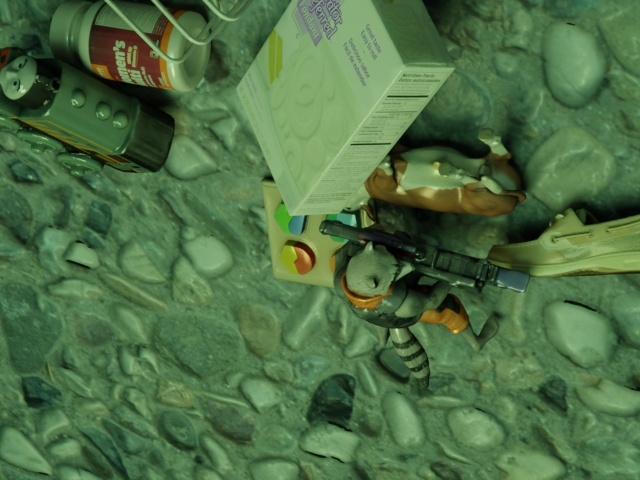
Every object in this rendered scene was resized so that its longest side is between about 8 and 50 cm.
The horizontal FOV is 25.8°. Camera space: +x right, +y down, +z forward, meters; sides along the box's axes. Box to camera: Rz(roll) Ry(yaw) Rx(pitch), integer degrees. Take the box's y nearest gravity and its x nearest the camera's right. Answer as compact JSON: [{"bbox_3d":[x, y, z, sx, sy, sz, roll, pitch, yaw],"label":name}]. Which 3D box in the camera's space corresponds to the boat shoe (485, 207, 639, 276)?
[{"bbox_3d":[0.376,0.002,2.018,0.302,0.109,0.098,-4,87,37],"label":"boat shoe"}]

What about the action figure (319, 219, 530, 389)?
[{"bbox_3d":[0.151,0.097,2.084,0.341,0.178,0.330,14,164,34],"label":"action figure"}]

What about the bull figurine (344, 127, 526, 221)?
[{"bbox_3d":[0.141,-0.097,2.033,0.310,0.101,0.188,2,159,17],"label":"bull figurine"}]

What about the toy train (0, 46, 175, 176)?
[{"bbox_3d":[-0.381,-0.197,2.147,0.190,0.142,0.334,3,163,40],"label":"toy train"}]

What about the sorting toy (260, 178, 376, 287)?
[{"bbox_3d":[0.000,0.000,2.245,0.193,0.038,0.208,8,129,22],"label":"sorting toy"}]

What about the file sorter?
[{"bbox_3d":[-0.145,-0.395,1.907,0.173,0.193,0.278,46,132,-16],"label":"file sorter"}]

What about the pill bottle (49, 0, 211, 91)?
[{"bbox_3d":[-0.287,-0.298,2.104,0.221,0.121,0.121,11,130,20],"label":"pill bottle"}]

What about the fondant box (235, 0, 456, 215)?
[{"bbox_3d":[0.024,-0.224,1.928,0.330,0.096,0.238,-51,53,43],"label":"fondant box"}]
